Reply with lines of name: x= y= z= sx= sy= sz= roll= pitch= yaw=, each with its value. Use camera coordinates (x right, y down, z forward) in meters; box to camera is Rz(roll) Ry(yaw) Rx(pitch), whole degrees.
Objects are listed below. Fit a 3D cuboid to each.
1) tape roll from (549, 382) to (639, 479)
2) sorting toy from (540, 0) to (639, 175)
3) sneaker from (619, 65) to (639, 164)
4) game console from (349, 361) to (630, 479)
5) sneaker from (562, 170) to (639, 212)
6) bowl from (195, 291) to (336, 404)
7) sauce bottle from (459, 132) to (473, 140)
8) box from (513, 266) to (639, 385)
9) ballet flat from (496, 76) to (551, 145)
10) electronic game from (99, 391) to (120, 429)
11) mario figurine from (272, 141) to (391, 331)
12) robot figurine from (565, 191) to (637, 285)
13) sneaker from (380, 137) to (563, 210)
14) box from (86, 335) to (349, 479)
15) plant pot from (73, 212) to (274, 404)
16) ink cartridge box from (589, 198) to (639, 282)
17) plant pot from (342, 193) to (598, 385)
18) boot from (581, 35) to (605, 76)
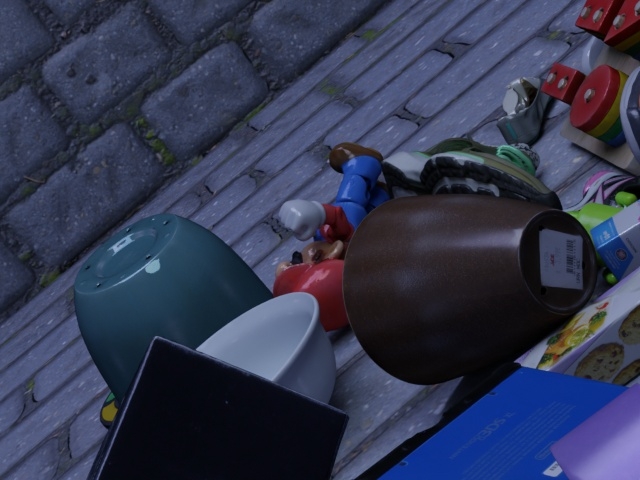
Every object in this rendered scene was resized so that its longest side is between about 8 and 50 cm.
tape roll: x=0.246 y=0.196 z=0.926 sx=0.080 sy=0.189 sz=0.189 roll=-38 pitch=17 yaw=5
sorting toy: x=0.392 y=-0.239 z=1.743 sx=0.257 sy=0.089 sz=0.255 roll=-63 pitch=15 yaw=9
sneaker: x=0.452 y=-0.160 z=1.403 sx=0.180 sy=0.125 sz=0.321 roll=-18 pitch=3 yaw=45
game console: x=0.133 y=0.238 z=1.145 sx=0.250 sy=0.173 sz=0.293 roll=9 pitch=24 yaw=36
sneaker: x=0.323 y=-0.020 z=1.542 sx=0.077 sy=0.072 sz=0.178 roll=-1 pitch=45 yaw=48
bowl: x=-0.084 y=0.211 z=1.675 sx=0.298 sy=0.134 sz=0.298 roll=-35 pitch=18 yaw=13
sauce bottle: x=0.187 y=-0.130 z=2.153 sx=0.128 sy=0.042 sz=0.042 roll=-33 pitch=18 yaw=25
box: x=0.313 y=0.075 z=1.314 sx=0.324 sy=0.067 sz=0.063 roll=-37 pitch=17 yaw=4
ballet flat: x=0.314 y=-0.215 z=2.063 sx=0.072 sy=0.068 sz=0.213 roll=-29 pitch=19 yaw=30
electronic game: x=-0.265 y=0.221 z=2.179 sx=0.229 sy=0.048 sz=0.229 roll=-36 pitch=17 yaw=12
mario figurine: x=0.000 y=0.000 z=1.935 sx=0.170 sy=0.198 sz=0.321 roll=-34 pitch=24 yaw=38
robot figurine: x=0.319 y=-0.003 z=1.462 sx=0.115 sy=0.101 sz=0.067 roll=14 pitch=8 yaw=31
sneaker: x=0.228 y=-0.089 z=1.814 sx=0.182 sy=0.158 sz=0.410 roll=-30 pitch=18 yaw=-15
box: x=-0.145 y=0.308 z=1.138 sx=0.312 sy=0.178 sz=0.343 roll=122 pitch=169 yaw=-61
plant pot: x=-0.225 y=0.104 z=1.998 sx=0.293 sy=0.235 sz=0.293 roll=-26 pitch=26 yaw=14
ink cartridge box: x=0.354 y=0.000 z=1.382 sx=0.122 sy=0.088 sz=0.052 roll=-34 pitch=17 yaw=16
plant pot: x=0.176 y=0.038 z=1.428 sx=0.215 sy=0.215 sz=0.230 roll=-49 pitch=18 yaw=-30
boot: x=0.444 y=-0.294 z=1.987 sx=0.258 sy=0.095 sz=0.123 roll=-39 pitch=8 yaw=-29
